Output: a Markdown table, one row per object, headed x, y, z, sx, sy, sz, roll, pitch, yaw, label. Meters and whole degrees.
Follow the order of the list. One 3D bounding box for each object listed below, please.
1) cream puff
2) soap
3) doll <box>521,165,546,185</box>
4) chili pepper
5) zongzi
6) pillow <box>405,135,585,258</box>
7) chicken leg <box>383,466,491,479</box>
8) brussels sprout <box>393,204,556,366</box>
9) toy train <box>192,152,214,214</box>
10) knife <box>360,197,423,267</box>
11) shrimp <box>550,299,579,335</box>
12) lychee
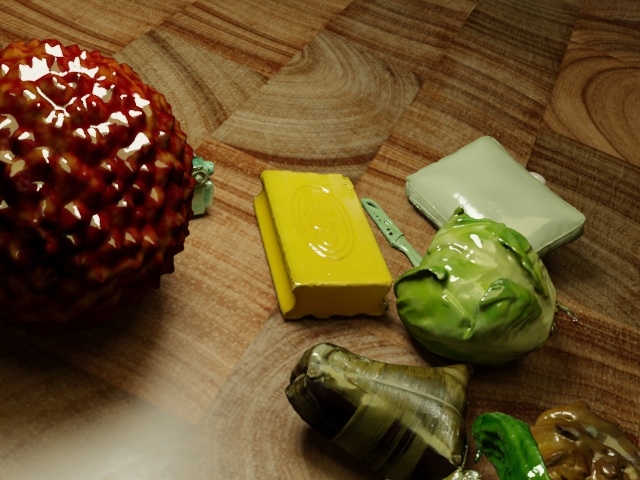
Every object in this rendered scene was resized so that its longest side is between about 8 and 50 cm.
| x | y | z | sx | sy | sz | roll | pitch | yaw | label |
| --- | --- | --- | --- | --- | --- | --- | --- | --- | --- |
| 0.396 | 0.357 | 1.168 | 0.269 | 0.154 | 0.241 | 5 | 30 | -39 | cream puff |
| 0.000 | 0.000 | 1.465 | 0.204 | 0.096 | 0.324 | 0 | 43 | -20 | soap |
| 0.447 | -0.128 | 1.809 | 0.160 | 0.059 | 0.161 | 5 | 41 | -15 | doll |
| 0.260 | 0.293 | 1.067 | 0.074 | 0.100 | 0.257 | -8 | 5 | 1 | chili pepper |
| 0.112 | 0.221 | 1.218 | 0.286 | 0.134 | 0.288 | 35 | 39 | 0 | zongzi |
| 0.358 | -0.071 | 1.637 | 0.256 | 0.119 | 0.322 | -28 | 55 | -16 | pillow |
| 0.123 | 0.369 | 1.053 | 0.228 | 0.088 | 0.103 | -37 | 55 | -7 | chicken leg |
| 0.277 | 0.090 | 1.375 | 0.295 | 0.227 | 0.259 | 23 | 54 | -7 | brussels sprout |
| -0.289 | -0.096 | 1.445 | 0.194 | 0.125 | 0.080 | -13 | 42 | -28 | toy train |
| 0.163 | 0.007 | 1.579 | 0.043 | 0.019 | 0.293 | -12 | 48 | -29 | knife |
| 0.468 | 0.151 | 1.529 | 0.083 | 0.023 | 0.114 | 18 | 36 | -4 | shrimp |
| -0.400 | -0.105 | 1.173 | 0.425 | 0.424 | 0.499 | -4 | 66 | -25 | lychee |
